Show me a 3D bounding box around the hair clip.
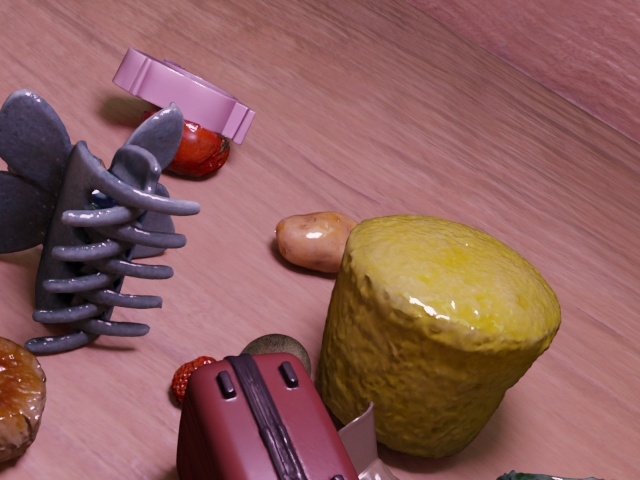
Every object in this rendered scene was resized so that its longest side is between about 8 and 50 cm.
[{"bbox_3d":[-0.326,-0.021,1.322,0.392,0.318,0.238,4,41,-33],"label":"hair clip"}]

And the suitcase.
[{"bbox_3d":[-0.064,0.304,1.113,0.161,0.236,0.297,-7,44,-25],"label":"suitcase"}]

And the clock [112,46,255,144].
[{"bbox_3d":[-0.298,-0.313,1.873,0.275,0.080,0.290,23,9,-32],"label":"clock"}]

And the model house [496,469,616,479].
[{"bbox_3d":[0.333,0.456,1.216,0.261,0.226,0.241,17,63,-11],"label":"model house"}]

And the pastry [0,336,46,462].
[{"bbox_3d":[-0.438,0.191,1.139,0.192,0.093,0.182,13,38,-22],"label":"pastry"}]

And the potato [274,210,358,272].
[{"bbox_3d":[0.000,0.000,1.697,0.178,0.109,0.118,5,60,-21],"label":"potato"}]

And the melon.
[{"bbox_3d":[-0.074,0.200,1.358,0.114,0.114,0.167,27,35,1],"label":"melon"}]

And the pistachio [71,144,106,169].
[{"bbox_3d":[-0.420,-0.098,1.551,0.124,0.124,0.185,15,18,-16],"label":"pistachio"}]

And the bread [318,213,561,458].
[{"bbox_3d":[0.171,0.140,1.431,0.348,0.307,0.348,14,30,-8],"label":"bread"}]

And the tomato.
[{"bbox_3d":[-0.271,-0.178,1.782,0.173,0.099,0.189,17,-6,9],"label":"tomato"}]

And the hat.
[{"bbox_3d":[0.077,0.325,1.240,0.144,0.173,0.166,32,34,21],"label":"hat"}]

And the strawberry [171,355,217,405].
[{"bbox_3d":[-0.174,0.201,1.322,0.073,0.083,0.073,21,46,-23],"label":"strawberry"}]
